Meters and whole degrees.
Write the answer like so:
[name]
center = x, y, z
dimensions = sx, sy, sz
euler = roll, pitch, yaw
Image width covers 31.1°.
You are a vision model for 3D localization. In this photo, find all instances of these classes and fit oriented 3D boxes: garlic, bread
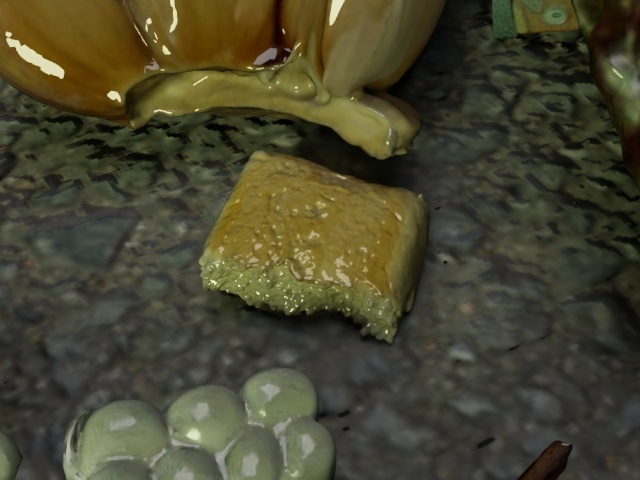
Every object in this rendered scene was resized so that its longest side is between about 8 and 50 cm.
[garlic]
center = -0.040, -0.137, 0.506
dimensions = 0.214, 0.191, 0.160
euler = 3, 8, 14
[bread]
center = 0.000, 0.000, 0.456
dimensions = 0.083, 0.035, 0.070
euler = 12, 50, 6

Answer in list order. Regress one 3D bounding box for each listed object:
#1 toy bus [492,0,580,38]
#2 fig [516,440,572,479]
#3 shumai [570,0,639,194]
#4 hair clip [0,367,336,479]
[toy bus]
center = 0.126, -0.186, 0.579
dimensions = 0.103, 0.091, 0.182
euler = 0, 47, 7
[fig]
center = 0.017, 0.130, 0.293
dimensions = 0.146, 0.133, 0.201
euler = 28, 29, -7
[shumai]
center = 0.274, -0.139, 0.320
dimensions = 0.395, 0.348, 0.395
euler = 4, 65, -8
[hair clip]
center = -0.093, 0.120, 0.342
dimensions = 0.220, 0.054, 0.140
euler = -9, 60, -11
